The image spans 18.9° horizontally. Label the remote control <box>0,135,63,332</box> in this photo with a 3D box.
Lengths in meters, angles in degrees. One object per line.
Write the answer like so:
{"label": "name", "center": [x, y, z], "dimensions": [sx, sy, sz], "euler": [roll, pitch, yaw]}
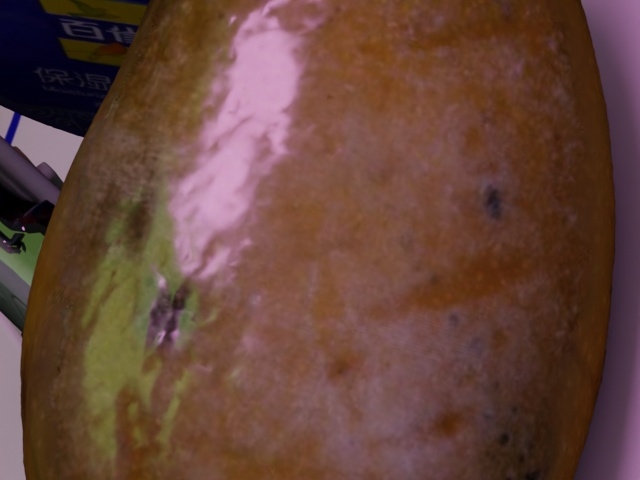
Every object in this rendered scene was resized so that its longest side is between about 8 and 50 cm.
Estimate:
{"label": "remote control", "center": [-0.127, 0.002, 0.828], "dimensions": [0.056, 0.140, 0.296], "euler": [-46, 61, -11]}

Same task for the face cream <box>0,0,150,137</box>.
{"label": "face cream", "center": [-0.065, -0.117, 0.809], "dimensions": [0.206, 0.206, 0.111], "euler": [-18, 58, 58]}

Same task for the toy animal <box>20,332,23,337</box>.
{"label": "toy animal", "center": [-0.097, 0.045, 0.933], "dimensions": [0.136, 0.065, 0.047], "euler": [-14, 64, 58]}

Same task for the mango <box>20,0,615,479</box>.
{"label": "mango", "center": [0.005, 0.004, 0.649], "dimensions": [0.176, 0.176, 0.329], "euler": [-1, 70, 48]}
